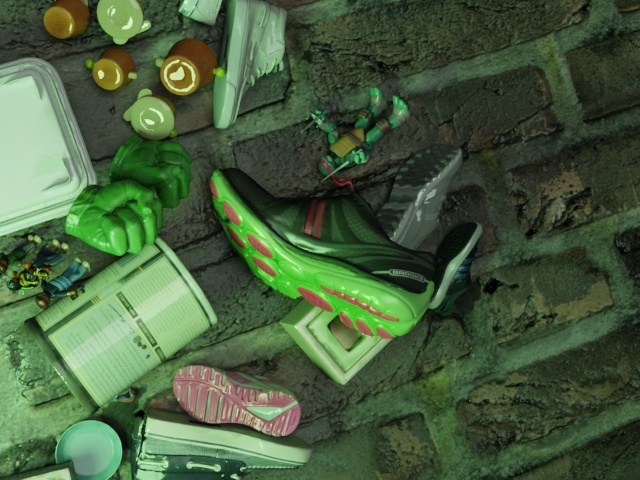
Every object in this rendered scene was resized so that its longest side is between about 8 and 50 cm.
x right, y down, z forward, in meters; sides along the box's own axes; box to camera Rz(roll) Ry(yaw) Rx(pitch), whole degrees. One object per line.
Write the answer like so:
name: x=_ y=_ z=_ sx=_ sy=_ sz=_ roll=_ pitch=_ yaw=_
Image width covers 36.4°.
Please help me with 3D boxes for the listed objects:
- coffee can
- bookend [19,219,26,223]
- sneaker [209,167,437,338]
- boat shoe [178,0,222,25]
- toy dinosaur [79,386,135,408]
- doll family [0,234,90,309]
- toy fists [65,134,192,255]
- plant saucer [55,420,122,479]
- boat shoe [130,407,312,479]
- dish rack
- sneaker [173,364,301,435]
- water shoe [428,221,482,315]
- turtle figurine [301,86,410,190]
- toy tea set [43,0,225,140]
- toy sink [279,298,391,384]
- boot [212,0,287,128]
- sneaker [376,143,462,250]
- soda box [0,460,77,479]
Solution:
coffee can: x=-0.350 y=0.146 z=1.726 sx=0.275 sy=0.201 sz=0.201 roll=-36 pitch=98 yaw=-14
bookend: x=-0.571 y=-0.127 z=1.736 sx=0.157 sy=0.072 sz=0.156 roll=22 pitch=82 yaw=-14
sneaker: x=0.000 y=0.000 z=1.788 sx=0.482 sy=0.185 sz=0.202 roll=31 pitch=59 yaw=19
boat shoe: x=-0.183 y=-0.534 z=1.857 sx=0.084 sy=0.095 sz=0.258 roll=25 pitch=92 yaw=-18
toy dinosaur: x=-0.388 y=0.286 z=1.808 sx=0.082 sy=0.047 sz=0.090 roll=31 pitch=117 yaw=-25
doll family: x=-0.494 y=0.057 z=1.707 sx=0.111 sy=0.193 sz=0.076 roll=-44 pitch=126 yaw=-36
toy fists: x=-0.323 y=-0.084 z=1.723 sx=0.142 sy=0.096 sz=0.279 roll=22 pitch=45 yaw=6
plant saucer: x=-0.426 y=0.389 z=1.792 sx=0.119 sy=0.021 sz=0.119 roll=0 pitch=89 yaw=-17
boat shoe: x=-0.194 y=0.420 z=1.817 sx=0.340 sy=0.127 sz=0.158 roll=12 pitch=92 yaw=-8
dish rack: x=-0.575 y=-0.149 z=1.664 sx=0.332 sy=0.072 sz=0.286 roll=-20 pitch=93 yaw=-14
sneaker: x=-0.154 y=0.299 z=1.835 sx=0.252 sy=0.111 sz=0.103 roll=18 pitch=91 yaw=7
water shoe: x=0.277 y=0.057 z=1.988 sx=0.080 sy=0.073 sz=0.203 roll=37 pitch=83 yaw=-34
turtle figurine: x=0.057 y=-0.199 z=1.901 sx=0.234 sy=0.118 sz=0.175 roll=-42 pitch=59 yaw=-15
toy tea set: x=-0.342 y=-0.357 z=1.799 sx=0.200 sy=0.124 sz=0.336 roll=-38 pitch=103 yaw=25
toy sink: x=0.066 y=0.140 z=1.882 sx=0.234 sy=0.131 sz=0.153 roll=-41 pitch=100 yaw=-14
boot: x=-0.128 y=-0.333 z=1.860 sx=0.123 sy=0.095 sz=0.258 roll=9 pitch=91 yaw=-23
sneaker: x=0.198 y=-0.072 z=1.961 sx=0.281 sy=0.105 sz=0.115 roll=-53 pitch=132 yaw=-13
soda box: x=-0.527 y=0.445 z=1.728 sx=0.183 sy=0.063 sz=0.058 roll=-12 pitch=92 yaw=-7
